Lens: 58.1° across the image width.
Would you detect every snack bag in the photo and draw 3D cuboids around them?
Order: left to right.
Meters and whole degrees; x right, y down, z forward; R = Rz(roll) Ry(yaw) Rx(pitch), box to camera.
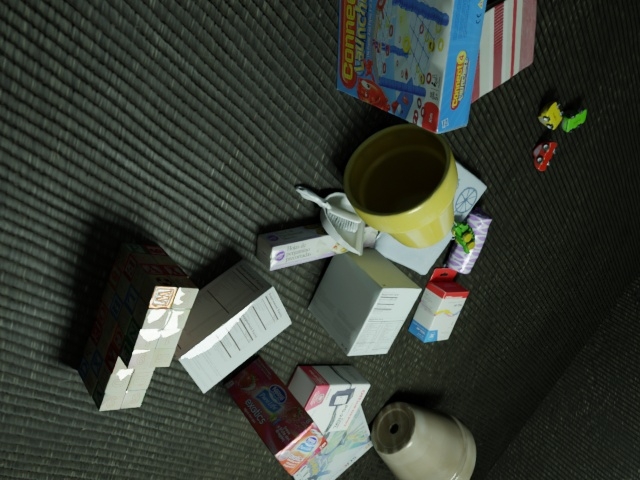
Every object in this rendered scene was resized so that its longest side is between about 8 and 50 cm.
[{"bbox_3d":[0.304,-0.071,1.631,0.323,0.037,0.343,22,104,-47],"label":"snack bag"}]

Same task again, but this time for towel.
[{"bbox_3d":[0.427,-0.485,1.467,0.329,0.037,0.237,-34,137,-18],"label":"towel"}]

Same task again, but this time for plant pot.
[{"bbox_3d":[0.211,-0.106,1.371,0.254,0.254,0.239,-48,143,-6],"label":"plant pot"},{"bbox_3d":[0.329,0.707,2.004,0.280,0.323,0.323,40,87,-32],"label":"plant pot"}]

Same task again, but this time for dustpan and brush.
[{"bbox_3d":[0.026,-0.069,1.346,0.211,0.147,0.060,22,142,-17],"label":"dustpan and brush"}]

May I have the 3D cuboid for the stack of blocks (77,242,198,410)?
[{"bbox_3d":[-0.356,0.176,1.103,0.087,0.171,0.297,9,111,-44],"label":"stack of blocks"}]

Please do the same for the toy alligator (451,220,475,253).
[{"bbox_3d":[0.418,-0.030,1.685,0.051,0.056,0.190,-44,132,-8],"label":"toy alligator"}]

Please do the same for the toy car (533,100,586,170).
[{"bbox_3d":[0.757,-0.362,1.830,0.225,0.053,0.239,-30,134,-25],"label":"toy car"}]

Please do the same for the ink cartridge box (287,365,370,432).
[{"bbox_3d":[0.009,0.460,1.670,0.237,0.100,0.172,13,108,-45],"label":"ink cartridge box"}]

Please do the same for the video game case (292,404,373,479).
[{"bbox_3d":[0.031,0.681,1.886,0.300,0.036,0.329,-36,135,-19],"label":"video game case"}]

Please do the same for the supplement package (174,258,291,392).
[{"bbox_3d":[-0.210,0.183,1.261,0.244,0.139,0.134,-37,134,-17],"label":"supplement package"}]

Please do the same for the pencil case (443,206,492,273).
[{"bbox_3d":[0.460,0.004,1.787,0.088,0.086,0.206,-44,155,-66],"label":"pencil case"}]

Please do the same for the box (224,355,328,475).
[{"bbox_3d":[-0.112,0.428,1.424,0.122,0.257,0.128,-37,136,-14],"label":"box"}]

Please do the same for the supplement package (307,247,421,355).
[{"bbox_3d":[0.108,0.151,1.467,0.149,0.194,0.203,6,118,-41],"label":"supplement package"}]

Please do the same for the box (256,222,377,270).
[{"bbox_3d":[0.000,0.000,1.383,0.323,0.067,0.063,-12,123,-35],"label":"box"}]

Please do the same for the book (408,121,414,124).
[{"bbox_3d":[0.246,-0.351,1.398,0.096,0.035,0.144,-43,136,-17],"label":"book"}]

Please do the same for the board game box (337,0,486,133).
[{"bbox_3d":[0.158,-0.398,1.083,0.086,0.302,0.308,-21,129,-30],"label":"board game box"}]

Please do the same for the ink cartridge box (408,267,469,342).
[{"bbox_3d":[0.389,0.207,1.860,0.134,0.078,0.231,2,115,-43],"label":"ink cartridge box"}]
